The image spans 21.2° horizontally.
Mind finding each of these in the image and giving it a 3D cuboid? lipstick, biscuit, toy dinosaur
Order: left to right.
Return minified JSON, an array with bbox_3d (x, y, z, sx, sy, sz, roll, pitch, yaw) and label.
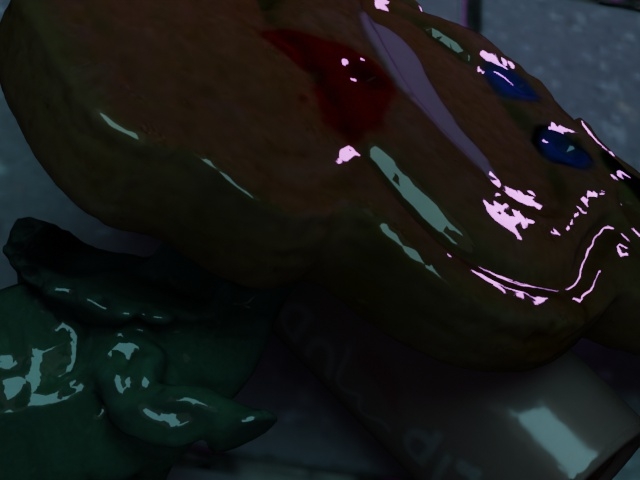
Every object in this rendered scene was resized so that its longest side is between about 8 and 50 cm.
[{"bbox_3d":[-0.107,0.081,0.523,0.120,0.079,0.292,38,70,18],"label":"toy dinosaur"},{"bbox_3d":[0.000,0.000,0.603,0.070,0.070,0.254,-34,69,-30],"label":"lipstick"},{"bbox_3d":[0.045,-0.026,0.572,0.320,0.047,0.183,24,34,-22],"label":"biscuit"}]
